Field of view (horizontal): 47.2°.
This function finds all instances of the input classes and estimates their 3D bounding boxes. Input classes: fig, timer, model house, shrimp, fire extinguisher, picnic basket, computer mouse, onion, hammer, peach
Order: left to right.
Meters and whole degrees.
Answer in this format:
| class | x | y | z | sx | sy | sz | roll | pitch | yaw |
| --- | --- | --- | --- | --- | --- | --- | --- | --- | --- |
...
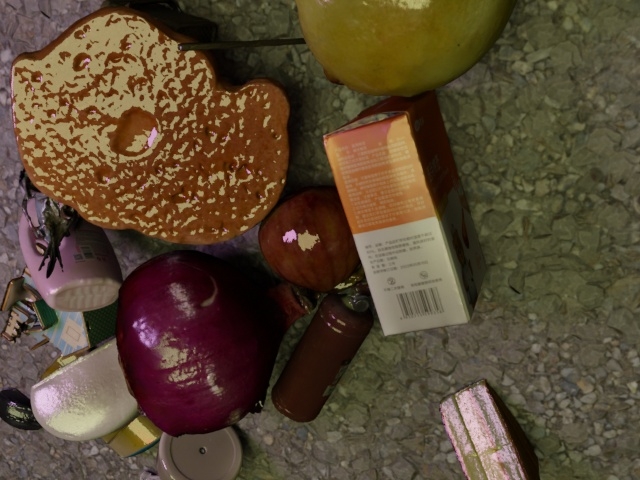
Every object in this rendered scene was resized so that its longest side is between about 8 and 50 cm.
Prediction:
| class | x | y | z | sx | sy | sz | roll | pitch | yaw |
| --- | --- | --- | --- | --- | --- | --- | --- | --- | --- |
| computer mouse | -0.704 | 0.398 | 1.699 | 0.135 | 0.047 | 0.079 | 27 | 115 | 5 |
| shrimp | -0.474 | -0.110 | 1.292 | 0.172 | 0.372 | 0.137 | 26 | 126 | -34 |
| model house | -0.502 | 0.141 | 1.473 | 0.206 | 0.178 | 0.271 | 33 | 112 | 11 |
| picnic basket | -0.292 | -0.279 | 1.263 | 0.139 | 0.165 | 0.266 | 21 | 113 | 11 |
| timer | -0.290 | 0.499 | 1.564 | 0.175 | 0.175 | 0.266 | 38 | 134 | 3 |
| onion | -0.178 | 0.159 | 1.327 | 0.385 | 0.348 | 0.347 | -23 | 102 | -11 |
| hammer | -0.095 | -0.308 | 1.137 | 0.029 | 0.292 | 0.058 | 21 | 117 | 43 |
| fig | -0.001 | 0.000 | 1.250 | 0.205 | 0.205 | 0.205 | 6 | 110 | 16 |
| fire extinguisher | 0.039 | 0.189 | 1.361 | 0.147 | 0.106 | 0.337 | 17 | 118 | -25 |
| peach | 0.122 | -0.365 | 1.031 | 0.314 | 0.281 | 0.315 | 11 | 117 | 6 |

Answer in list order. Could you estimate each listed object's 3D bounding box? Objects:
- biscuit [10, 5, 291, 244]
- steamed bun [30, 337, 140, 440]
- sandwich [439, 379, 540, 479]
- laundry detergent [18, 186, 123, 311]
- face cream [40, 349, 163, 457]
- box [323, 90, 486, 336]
| class | x | y | z | sx | sy | sz | roll | pitch | yaw |
| --- | --- | --- | --- | --- | --- | --- | --- | --- | --- |
| biscuit | -0.270 | -0.164 | 1.166 | 0.455 | 0.078 | 0.349 | 26 | 107 | -14 |
| steamed bun | -0.442 | 0.308 | 1.481 | 0.242 | 0.146 | 0.164 | -29 | 84 | -7 |
| sandwich | 0.296 | 0.373 | 1.312 | 0.117 | 0.144 | 0.187 | -33 | 96 | 22 |
| laundry detergent | -0.484 | -0.012 | 1.369 | 0.335 | 0.159 | 0.088 | 54 | 131 | 35 |
| face cream | -0.469 | 0.353 | 1.594 | 0.285 | 0.067 | 0.139 | 45 | 111 | -1 |
| box | 0.143 | -0.052 | 1.167 | 0.143 | 0.225 | 0.341 | -12 | 105 | 23 |
